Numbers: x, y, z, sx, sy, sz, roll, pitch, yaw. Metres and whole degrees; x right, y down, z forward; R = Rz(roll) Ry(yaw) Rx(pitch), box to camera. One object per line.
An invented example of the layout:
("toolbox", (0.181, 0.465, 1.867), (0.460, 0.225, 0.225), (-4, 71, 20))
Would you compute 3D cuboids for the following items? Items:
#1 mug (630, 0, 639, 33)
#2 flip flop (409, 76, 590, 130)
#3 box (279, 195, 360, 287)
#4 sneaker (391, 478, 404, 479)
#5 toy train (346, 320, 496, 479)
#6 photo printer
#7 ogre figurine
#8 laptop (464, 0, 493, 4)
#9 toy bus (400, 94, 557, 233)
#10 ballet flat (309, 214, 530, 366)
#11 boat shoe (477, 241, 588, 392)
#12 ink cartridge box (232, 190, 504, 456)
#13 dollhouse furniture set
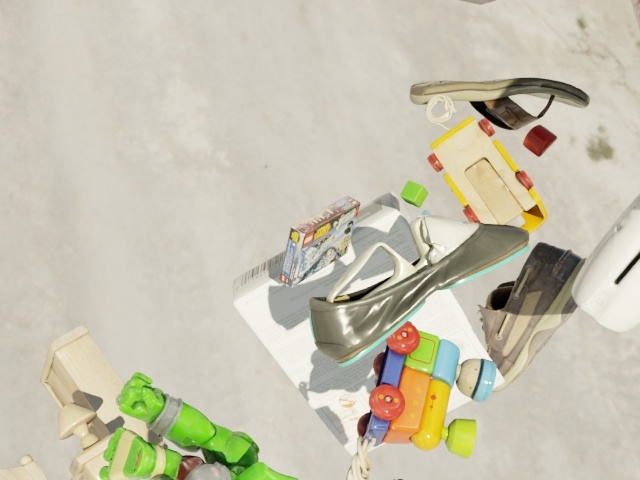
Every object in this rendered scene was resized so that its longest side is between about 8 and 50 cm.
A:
("mug", (0.530, -0.347, 1.288), (0.113, 0.150, 0.169), (40, 33, -25))
("flip flop", (0.272, -0.207, 1.347), (0.277, 0.112, 0.080), (-3, 99, -10))
("box", (0.000, 0.000, 1.259), (0.027, 0.094, 0.137), (32, 37, 24))
("sneaker", (0.026, 0.390, 0.990), (0.118, 0.279, 0.107), (50, 22, 8))
("toy train", (0.117, 0.224, 1.033), (0.143, 0.105, 0.248), (16, 56, 3))
("photo printer", (0.464, -0.007, 1.164), (0.107, 0.256, 0.307), (43, 27, 21))
("ogre figurine", (-0.082, 0.188, 0.621), (0.118, 0.097, 0.197), (24, 9, -34))
("laptop", (0.274, -0.398, 1.052), (0.136, 0.264, 0.234), (23, 19, 16))
("toy bus", (0.228, -0.084, 1.230), (0.104, 0.190, 0.202), (39, 65, -59))
("ballet flat", (0.108, 0.032, 0.976), (0.280, 0.095, 0.096), (-31, 97, -16))
("boat shoe", (0.345, 0.126, 1.517), (0.130, 0.355, 0.132), (39, 45, 14))
("ink cartridge box", (0.085, 0.150, 1.469), (0.385, 0.308, 0.091), (55, 13, -24))
("dollhouse furniture set", (-0.368, 0.267, 0.940), (0.355, 0.303, 0.174), (-30, 75, -35))
